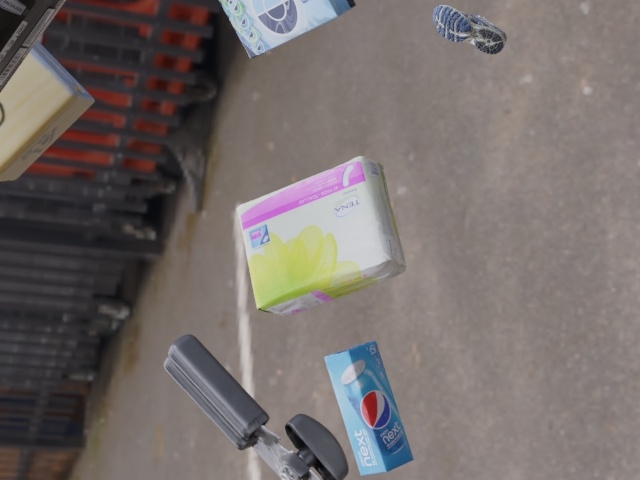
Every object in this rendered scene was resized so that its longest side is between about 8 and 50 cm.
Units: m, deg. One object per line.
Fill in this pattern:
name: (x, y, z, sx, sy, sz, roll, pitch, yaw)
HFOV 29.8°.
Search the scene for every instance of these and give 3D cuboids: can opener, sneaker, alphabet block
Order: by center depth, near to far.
can opener: (-0.083, 0.228, 1.591, 0.283, 0.095, 0.076, 45, 147, 13)
alphabet block: (-0.510, -0.229, 1.948, 0.197, 0.192, 0.193, -43, 3, 1)
sneaker: (0.249, -0.352, 1.995, 0.058, 0.135, 0.052, -39, -23, -54)

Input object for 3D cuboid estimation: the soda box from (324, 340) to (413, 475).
soda box: (0.080, 0.280, 2.009, 0.071, 0.067, 0.210, -21, 86, 51)

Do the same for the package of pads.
package of pads: (0.000, 0.000, 2.254, 0.296, 0.101, 0.229, -22, 68, 23)

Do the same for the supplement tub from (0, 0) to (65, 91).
supplement tub: (-0.458, -0.319, 1.591, 0.316, 0.193, 0.193, -52, 26, 13)

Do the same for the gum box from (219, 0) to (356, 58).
gum box: (-0.061, -0.328, 1.506, 0.184, 0.041, 0.157, -14, 110, 51)
